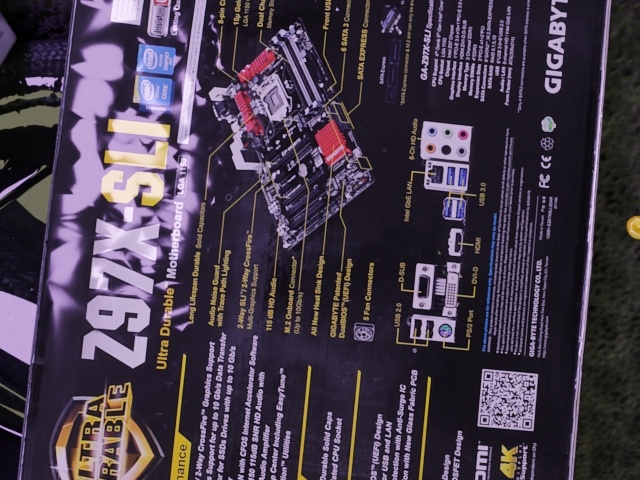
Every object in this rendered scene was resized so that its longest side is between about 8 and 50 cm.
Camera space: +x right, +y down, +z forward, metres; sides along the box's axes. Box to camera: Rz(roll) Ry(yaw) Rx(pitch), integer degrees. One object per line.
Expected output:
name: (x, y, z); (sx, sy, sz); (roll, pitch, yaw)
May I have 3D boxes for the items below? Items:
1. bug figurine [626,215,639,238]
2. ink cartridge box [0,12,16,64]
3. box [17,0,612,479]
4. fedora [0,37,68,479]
bug figurine: (0.277, -0.038, 0.447); (0.216, 0.072, 0.279); (-28, 161, 32)
ink cartridge box: (-0.251, -0.131, 0.445); (0.127, 0.072, 0.175); (-16, 126, 17)
box: (0.000, 0.000, 0.477); (0.257, 0.079, 0.322); (5, 86, -2)
fedora: (-0.125, 0.052, 0.578); (0.334, 0.152, 0.334); (0, 86, -5)
